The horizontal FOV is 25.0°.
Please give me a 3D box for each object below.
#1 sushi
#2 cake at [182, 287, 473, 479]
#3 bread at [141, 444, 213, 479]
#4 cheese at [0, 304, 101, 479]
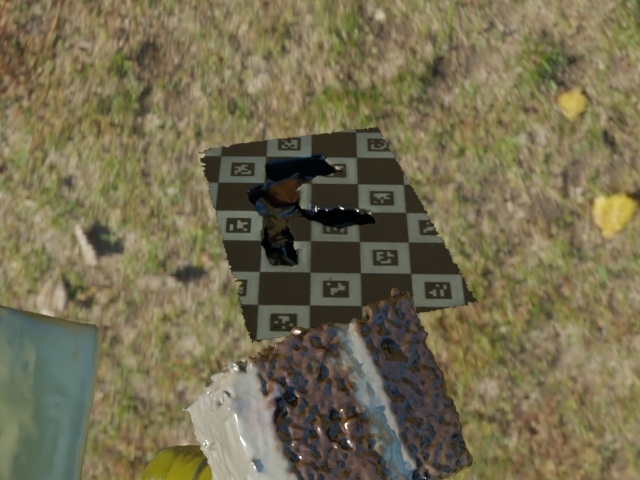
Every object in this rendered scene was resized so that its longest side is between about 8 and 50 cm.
[{"bbox_3d":[0.000,0.000,1.277,0.193,0.279,0.043,-9,129,-13],"label":"sushi"},{"bbox_3d":[0.000,0.122,0.941,0.147,0.135,0.134,-15,76,-18],"label":"cake"},{"bbox_3d":[-0.024,0.308,1.575,0.384,0.112,0.166,8,137,34],"label":"bread"},{"bbox_3d":[-0.318,0.180,1.170,0.243,0.124,0.265,12,76,-20],"label":"cheese"}]
